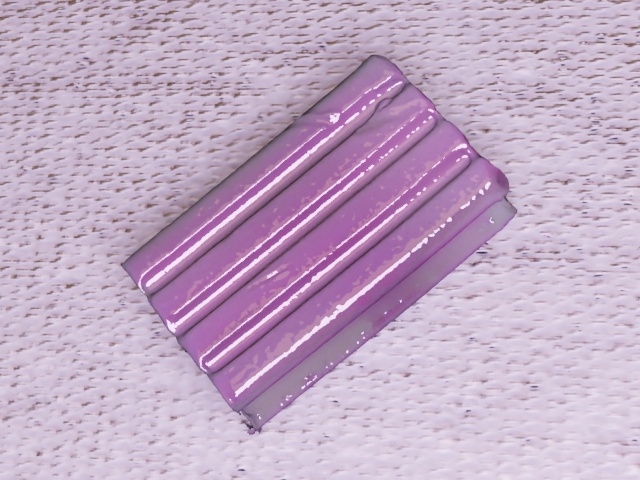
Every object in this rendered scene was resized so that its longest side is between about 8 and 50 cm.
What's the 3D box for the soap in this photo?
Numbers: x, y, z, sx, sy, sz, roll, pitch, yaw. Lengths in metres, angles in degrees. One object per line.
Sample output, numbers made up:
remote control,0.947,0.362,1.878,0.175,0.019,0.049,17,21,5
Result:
soap,0.000,0.000,0.981,0.203,0.065,0.122,-39,66,-4
